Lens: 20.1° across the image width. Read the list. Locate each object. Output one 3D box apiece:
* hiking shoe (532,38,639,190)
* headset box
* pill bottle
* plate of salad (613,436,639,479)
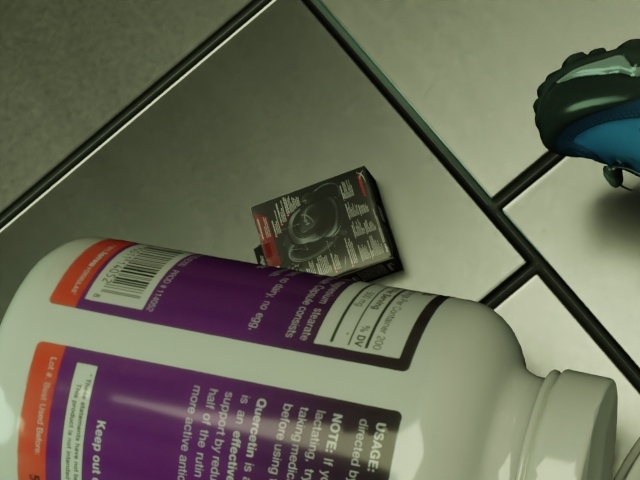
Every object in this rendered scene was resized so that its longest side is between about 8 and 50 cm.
[{"bbox_3d":[0.242,-0.014,0.898,0.304,0.113,0.132,15,81,20],"label":"hiking shoe"},{"bbox_3d":[0.000,0.000,1.088,0.083,0.032,0.062,-21,71,10],"label":"headset box"},{"bbox_3d":[-0.010,0.108,0.984,0.322,0.181,0.182,10,78,17],"label":"pill bottle"},{"bbox_3d":[0.216,0.145,0.938,0.048,0.200,0.200,32,84,-22],"label":"plate of salad"}]
